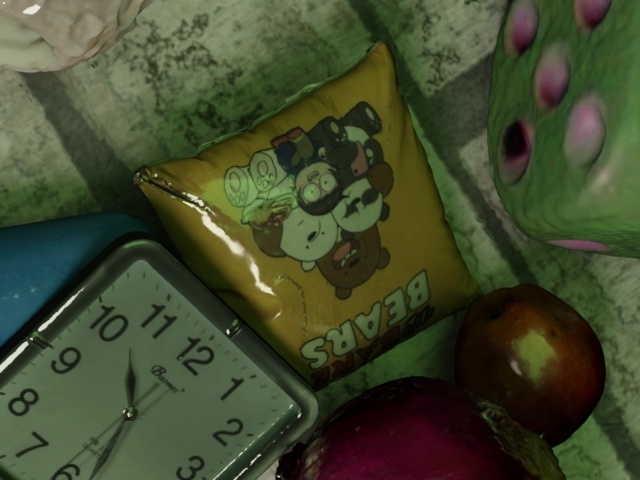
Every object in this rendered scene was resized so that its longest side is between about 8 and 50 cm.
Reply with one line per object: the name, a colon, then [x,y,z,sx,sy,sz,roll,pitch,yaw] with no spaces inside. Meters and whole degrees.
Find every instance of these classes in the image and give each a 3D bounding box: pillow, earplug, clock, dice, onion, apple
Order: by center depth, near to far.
earplug: [-0.271,0.043,1.304,0.273,0.132,0.132,-14,90,-26]
clock: [-0.177,0.162,1.304,0.279,0.049,0.273,-43,118,0]
onion: [0.071,0.326,1.329,0.385,0.348,0.348,-40,101,15]
pillow: [0.000,0.000,1.402,0.310,0.119,0.312,-31,114,-25]
apple: [0.210,0.132,1.467,0.158,0.156,0.147,52,24,-27]
dice: [0.380,-0.145,1.472,0.322,0.330,0.318,7,83,-23]

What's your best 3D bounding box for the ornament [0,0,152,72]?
ornament: [-0.266,-0.281,1.266,0.259,0.259,0.225,19,72,-19]
